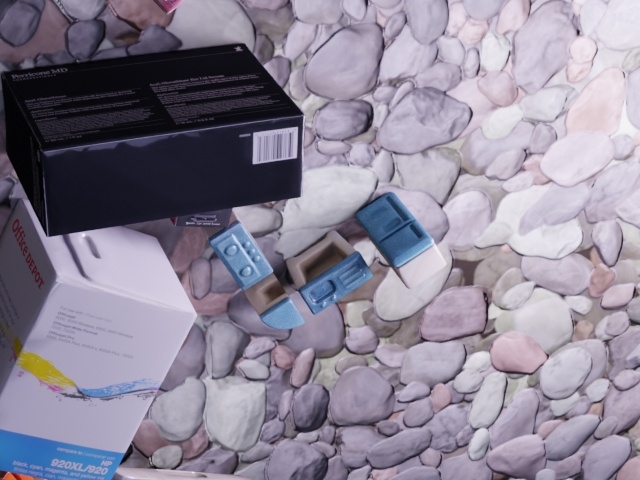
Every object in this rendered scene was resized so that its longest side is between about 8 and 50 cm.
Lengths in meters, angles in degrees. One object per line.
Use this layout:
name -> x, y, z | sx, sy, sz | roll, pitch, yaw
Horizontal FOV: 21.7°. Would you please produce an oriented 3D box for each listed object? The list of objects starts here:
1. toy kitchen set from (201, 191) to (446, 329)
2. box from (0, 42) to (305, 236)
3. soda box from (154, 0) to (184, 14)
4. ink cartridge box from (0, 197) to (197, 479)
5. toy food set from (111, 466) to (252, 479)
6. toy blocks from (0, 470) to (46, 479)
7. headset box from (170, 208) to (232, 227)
toy kitchen set -> 0.000, 0.000, 1.838 | 0.207, 0.122, 0.166 | -34, 127, -2
box -> -0.168, -0.105, 1.663 | 0.261, 0.184, 0.103 | -9, 124, -19
soda box -> -0.196, -0.342, 1.569 | 0.092, 0.083, 0.263 | -40, 127, 1
ink cartridge box -> -0.269, 0.108, 1.754 | 0.168, 0.171, 0.232 | 17, 111, -31
toy food set -> -0.221, 0.396, 1.963 | 0.220, 0.092, 0.306 | 12, 115, -46
toy blocks -> -0.372, 0.292, 1.891 | 0.123, 0.054, 0.148 | -34, 127, -1
headset box -> -0.133, -0.042, 1.778 | 0.062, 0.083, 0.032 | 1, 118, -25
